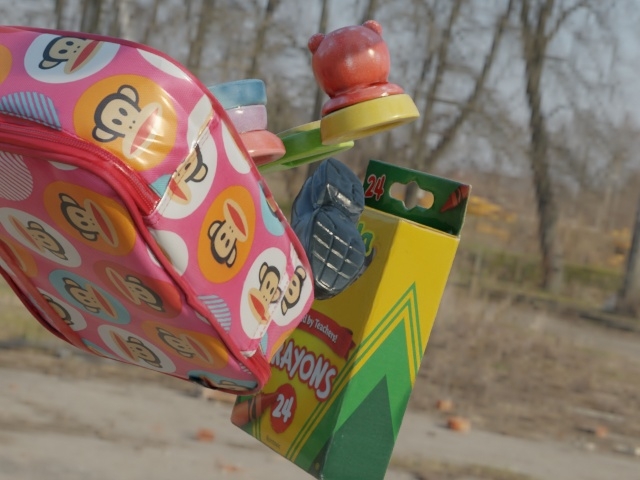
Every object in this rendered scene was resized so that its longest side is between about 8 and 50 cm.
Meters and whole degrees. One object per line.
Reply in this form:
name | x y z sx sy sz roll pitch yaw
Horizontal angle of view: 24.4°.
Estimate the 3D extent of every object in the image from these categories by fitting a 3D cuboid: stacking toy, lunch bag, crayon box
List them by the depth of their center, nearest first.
lunch bag | -0.160 -0.023 1.031 0.258 0.120 0.293 13 -30 32
crayon box | 0.026 0.071 1.510 0.081 0.319 0.202 16 2 -31
stacking toy | -0.068 -0.158 1.794 0.309 0.130 0.279 -15 -2 -20

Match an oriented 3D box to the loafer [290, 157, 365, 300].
loafer | 0.000 0.000 1.271 0.062 0.061 0.170 39 30 -18
